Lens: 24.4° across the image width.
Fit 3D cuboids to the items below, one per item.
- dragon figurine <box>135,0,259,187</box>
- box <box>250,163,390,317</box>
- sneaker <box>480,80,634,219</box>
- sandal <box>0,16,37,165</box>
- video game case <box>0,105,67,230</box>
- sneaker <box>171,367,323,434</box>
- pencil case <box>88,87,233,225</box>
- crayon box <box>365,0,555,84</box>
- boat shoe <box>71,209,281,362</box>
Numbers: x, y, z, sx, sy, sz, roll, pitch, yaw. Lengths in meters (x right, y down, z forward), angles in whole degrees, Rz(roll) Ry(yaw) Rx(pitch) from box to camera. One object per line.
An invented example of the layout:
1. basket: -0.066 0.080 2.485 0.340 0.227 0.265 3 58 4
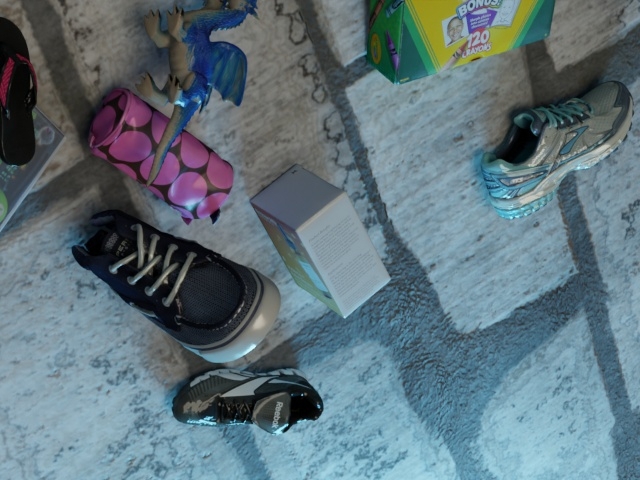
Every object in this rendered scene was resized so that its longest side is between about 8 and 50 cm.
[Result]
1. dragon figurine: -0.146 -0.206 1.835 0.144 0.085 0.289 7 82 -44
2. box: 0.000 0.000 2.052 0.091 0.130 0.170 -39 126 -14
3. sneaker: 0.360 -0.159 2.248 0.283 0.110 0.122 -42 124 -13
4. sandal: -0.360 -0.177 1.755 0.067 0.040 0.179 -19 107 -44
5. video game case: -0.411 -0.104 1.765 0.173 0.022 0.190 48 65 -38
6. sneaker: -0.094 0.231 2.101 0.234 0.106 0.078 -2 109 -34
7. pencil case: -0.206 -0.105 1.895 0.098 0.095 0.209 -42 128 13
8. crayon box: 0.200 -0.337 2.056 0.278 0.081 0.165 -20 134 -27
9. boat shoe: -0.190 0.048 1.820 0.158 0.340 0.127 36 76 -29
